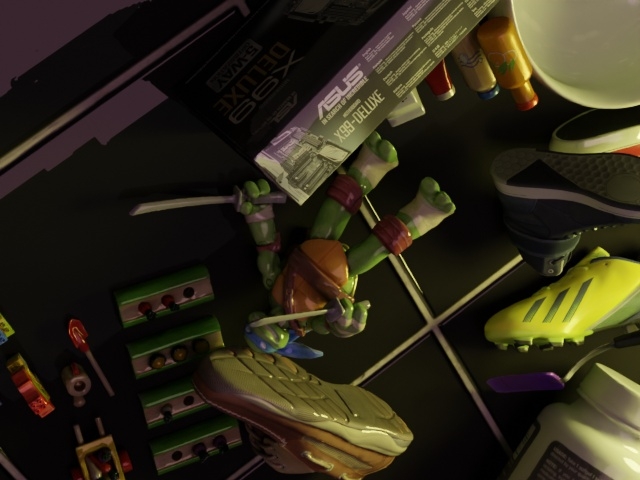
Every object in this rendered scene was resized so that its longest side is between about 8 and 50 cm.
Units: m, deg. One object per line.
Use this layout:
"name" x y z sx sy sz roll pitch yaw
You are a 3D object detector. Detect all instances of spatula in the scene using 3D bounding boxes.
"spatula" 0.355 0.146 1.535 0.297 0.030 0.084 -23 152 16

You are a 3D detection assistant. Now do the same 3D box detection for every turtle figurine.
"turtle figurine" 0.000 0.000 1.302 0.266 0.198 0.274 -45 126 -7

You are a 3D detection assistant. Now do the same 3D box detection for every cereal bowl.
"cereal bowl" 0.315 -0.326 1.342 0.339 0.141 0.338 -9 115 -21

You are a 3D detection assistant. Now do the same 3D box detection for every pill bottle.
"pill bottle" 0.334 0.328 1.606 0.176 0.176 0.318 27 98 -31

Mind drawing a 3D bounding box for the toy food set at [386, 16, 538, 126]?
"toy food set" 0.111 -0.166 1.312 0.232 0.111 0.104 -22 123 14

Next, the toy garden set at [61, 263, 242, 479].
"toy garden set" -0.198 0.171 1.366 0.204 0.049 0.244 -18 117 -18

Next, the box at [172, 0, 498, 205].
"box" 0.017 -0.201 1.197 0.307 0.242 0.076 -45 122 -1

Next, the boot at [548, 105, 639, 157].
"boot" 0.393 -0.082 1.517 0.244 0.088 0.176 -14 118 -23

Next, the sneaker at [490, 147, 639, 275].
"sneaker" 0.322 -0.025 1.439 0.086 0.226 0.163 -59 148 -34

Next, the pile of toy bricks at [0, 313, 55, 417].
"pile of toy bricks" -0.366 0.127 1.236 0.118 0.105 0.212 -35 121 -8

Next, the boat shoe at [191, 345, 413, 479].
"boat shoe" -0.027 0.220 1.416 0.324 0.123 0.116 28 106 -38

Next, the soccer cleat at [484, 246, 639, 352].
"soccer cleat" 0.338 0.074 1.570 0.289 0.093 0.121 -10 84 -17
